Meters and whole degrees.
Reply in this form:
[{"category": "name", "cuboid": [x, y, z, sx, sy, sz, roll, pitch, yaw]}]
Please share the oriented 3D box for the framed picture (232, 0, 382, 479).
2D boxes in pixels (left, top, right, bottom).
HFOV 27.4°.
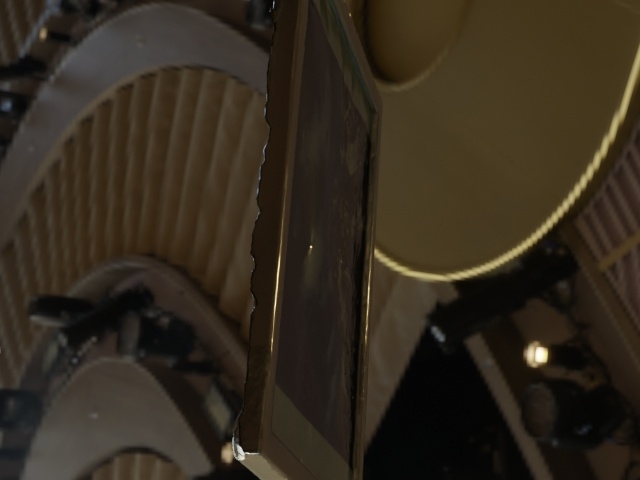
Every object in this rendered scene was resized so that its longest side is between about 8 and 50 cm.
[{"category": "framed picture", "cuboid": [0.000, 0.000, 0.677, 0.019, 0.209, 0.281, -2, -112, 13]}]
